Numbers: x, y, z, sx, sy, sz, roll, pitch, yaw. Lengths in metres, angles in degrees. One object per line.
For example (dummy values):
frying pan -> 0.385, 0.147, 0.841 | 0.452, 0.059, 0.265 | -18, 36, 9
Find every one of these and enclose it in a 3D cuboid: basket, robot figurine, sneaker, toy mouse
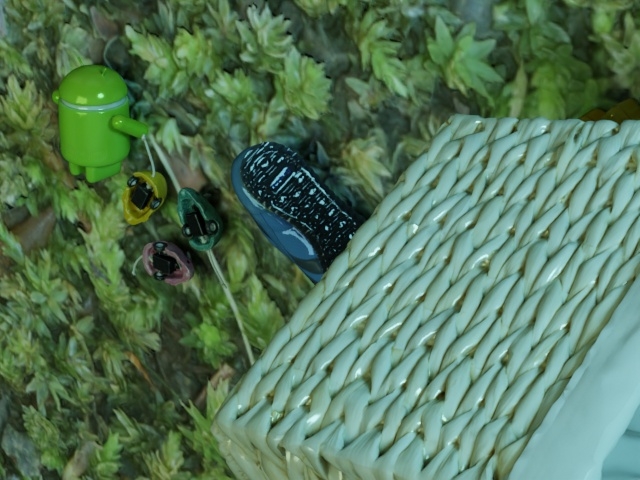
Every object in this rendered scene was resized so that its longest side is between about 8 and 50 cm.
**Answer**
basket -> 0.160, 0.134, 0.951 | 0.266, 0.331, 0.328 | 7, 137, 39
robot figurine -> -0.216, -0.115, 1.419 | 0.101, 0.067, 0.115 | 24, 124, 38
sneaker -> 0.000, 0.000, 1.318 | 0.209, 0.069, 0.082 | 48, 165, -2
toy mouse -> -0.132, -0.005, 1.430 | 0.143, 0.031, 0.161 | 39, 130, 18

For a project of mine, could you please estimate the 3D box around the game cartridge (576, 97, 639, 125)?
game cartridge -> 0.260, 0.086, 1.153 | 0.323, 0.052, 0.285 | 43, 131, 12
